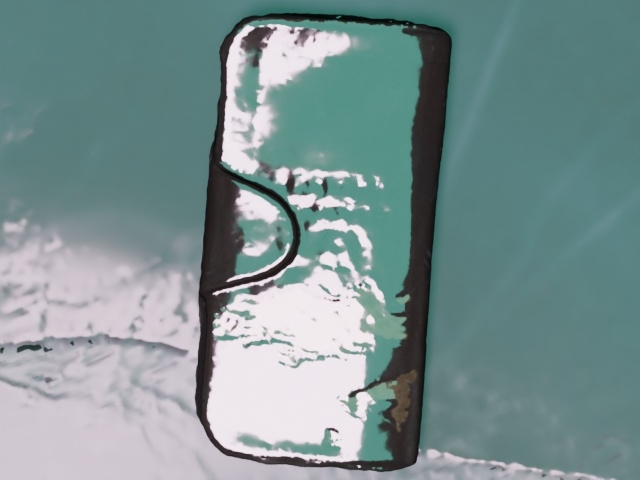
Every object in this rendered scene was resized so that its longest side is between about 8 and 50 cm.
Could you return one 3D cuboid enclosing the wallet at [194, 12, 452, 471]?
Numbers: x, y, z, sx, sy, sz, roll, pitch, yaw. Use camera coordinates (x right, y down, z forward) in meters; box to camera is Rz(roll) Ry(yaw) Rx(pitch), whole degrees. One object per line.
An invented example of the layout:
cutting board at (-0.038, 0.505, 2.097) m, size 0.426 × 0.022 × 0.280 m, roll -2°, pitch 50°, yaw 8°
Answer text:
wallet at (0.000, 0.000, 0.672) m, size 0.082 × 0.018 × 0.156 m, roll 6°, pitch 93°, yaw -1°
